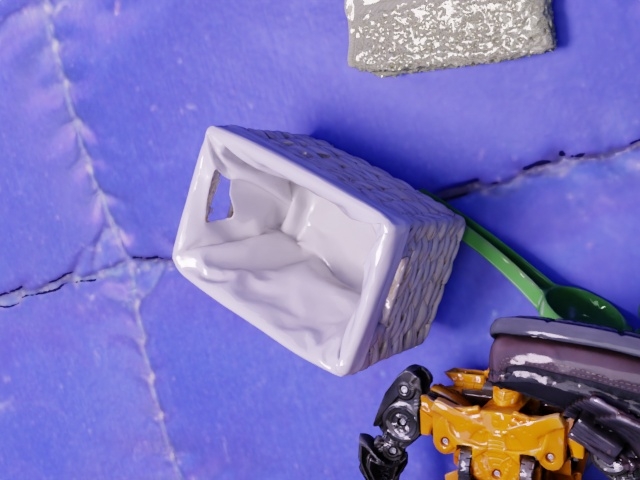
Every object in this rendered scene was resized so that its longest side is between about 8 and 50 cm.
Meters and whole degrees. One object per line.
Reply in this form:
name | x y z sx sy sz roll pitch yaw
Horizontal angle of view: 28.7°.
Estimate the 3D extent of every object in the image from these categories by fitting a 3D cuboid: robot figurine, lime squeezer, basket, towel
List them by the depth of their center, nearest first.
lime squeezer | 0.198 0.021 0.781 0.310 0.059 0.110 0 86 40
towel | 0.081 -0.165 0.822 0.148 0.027 0.110 -1 101 28
basket | 0.000 0.000 0.842 0.167 0.103 0.113 30 113 32
robot figurine | 0.130 0.211 0.844 0.211 0.085 0.291 5 104 27

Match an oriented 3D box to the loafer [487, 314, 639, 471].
loafer | 0.236 0.119 0.703 0.302 0.109 0.095 14 82 5
